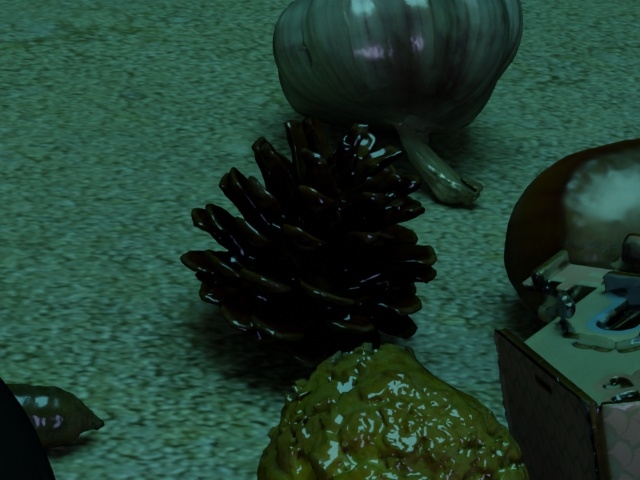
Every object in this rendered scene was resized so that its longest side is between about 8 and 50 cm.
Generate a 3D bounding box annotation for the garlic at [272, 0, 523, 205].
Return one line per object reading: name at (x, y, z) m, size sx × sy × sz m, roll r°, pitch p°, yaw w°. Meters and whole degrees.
garlic at (0.091, -0.141, 1.859) m, size 0.245 × 0.245 × 0.253 m, roll -9°, pitch 71°, yaw -30°

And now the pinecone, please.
pinecone at (0.000, 0.000, 1.521) m, size 0.207 × 0.208 × 0.208 m, roll 7°, pitch 27°, yaw -4°

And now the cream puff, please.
cream puff at (0.050, 0.147, 1.315) m, size 0.189 × 0.129 × 0.189 m, roll 10°, pitch 27°, yaw -5°

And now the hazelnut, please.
hazelnut at (0.254, 0.004, 1.604) m, size 0.214 × 0.176 × 0.214 m, roll 10°, pitch -1°, yaw 0°

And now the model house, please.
model house at (0.241, 0.105, 1.347) m, size 0.326 × 0.169 × 0.244 m, roll 10°, pitch 29°, yaw 38°

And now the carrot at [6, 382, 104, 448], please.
carrot at (-0.315, 0.119, 1.335) m, size 0.342 × 0.070 × 0.070 m, roll 0°, pitch 29°, yaw -20°

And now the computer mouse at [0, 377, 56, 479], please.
computer mouse at (-0.219, 0.151, 1.173) m, size 0.116 × 0.183 × 0.323 m, roll -29°, pitch 38°, yaw -7°
